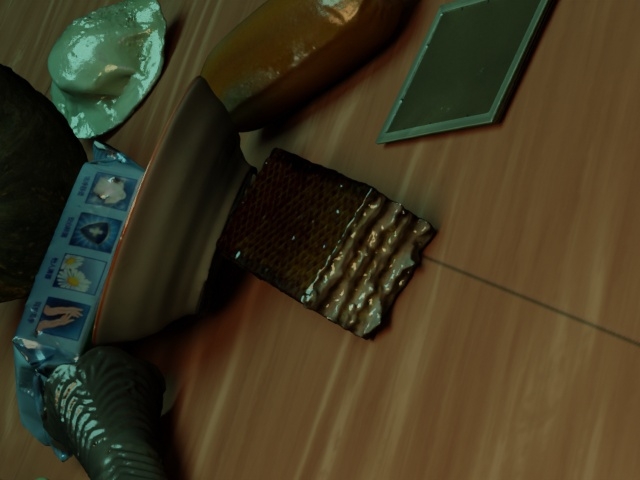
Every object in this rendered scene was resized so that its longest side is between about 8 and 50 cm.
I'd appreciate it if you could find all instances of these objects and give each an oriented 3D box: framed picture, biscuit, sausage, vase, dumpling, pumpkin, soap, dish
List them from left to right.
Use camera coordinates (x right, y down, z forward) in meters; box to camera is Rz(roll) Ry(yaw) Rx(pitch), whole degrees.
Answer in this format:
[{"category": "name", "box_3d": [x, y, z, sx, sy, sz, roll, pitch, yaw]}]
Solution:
[{"category": "pumpkin", "box_3d": [-0.419, -0.069, 2.044, 0.291, 0.327, 0.257, -28, 23, 19]}, {"category": "soap", "box_3d": [-0.224, 0.060, 1.737, 0.156, 0.077, 0.293, 93, -169, -54]}, {"category": "dumpling", "box_3d": [-0.273, -0.217, 2.227, 0.219, 0.108, 0.152, -50, 24, 24]}, {"category": "vase", "box_3d": [-0.163, 0.189, 1.510, 0.115, 0.115, 0.237, -53, 26, 10]}, {"category": "dish", "box_3d": [-0.117, -0.012, 1.625, 0.260, 0.085, 0.260, 21, -90, -89]}, {"category": "sausage", "box_3d": [-0.023, -0.183, 1.696, 0.274, 0.105, 0.105, -29, 36, 48]}, {"category": "biscuit", "box_3d": [0.000, 0.000, 1.456, 0.106, 0.070, 0.252, -59, 24, -1]}, {"category": "framed picture", "box_3d": [0.120, -0.145, 1.474, 0.183, 0.011, 0.142, -6, 55, 62]}]

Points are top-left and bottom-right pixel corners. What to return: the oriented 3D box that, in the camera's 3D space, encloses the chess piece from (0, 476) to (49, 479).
[{"category": "chess piece", "box_3d": [-0.306, 0.240, 1.719, 0.067, 0.103, 0.067, -45, 26, 28]}]
